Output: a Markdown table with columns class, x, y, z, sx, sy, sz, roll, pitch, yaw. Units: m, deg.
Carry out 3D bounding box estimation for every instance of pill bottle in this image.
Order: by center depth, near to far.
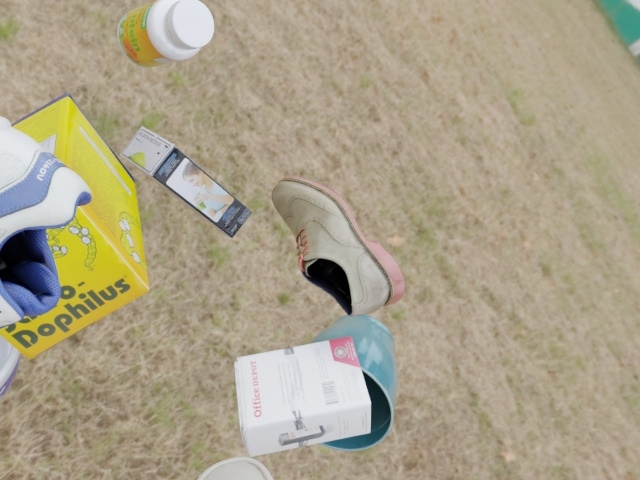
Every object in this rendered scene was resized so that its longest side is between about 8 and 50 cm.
| class | x | y | z | sx | sy | sz | roll | pitch | yaw |
| --- | --- | --- | --- | --- | --- | --- | --- | --- | --- |
| pill bottle | -0.350 | -0.475 | 1.387 | 0.136 | 0.245 | 0.136 | -7 | 101 | -41 |

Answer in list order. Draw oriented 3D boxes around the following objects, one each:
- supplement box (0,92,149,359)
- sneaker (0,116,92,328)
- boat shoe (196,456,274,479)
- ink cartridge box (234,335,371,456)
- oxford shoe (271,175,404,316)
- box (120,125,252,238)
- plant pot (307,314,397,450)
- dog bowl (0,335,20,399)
| class | x | y | z | sx | sy | sz | roll | pitch | yaw |
| --- | --- | --- | --- | --- | --- | --- | --- | --- | --- |
| supplement box | -0.399 | -0.040 | 0.903 | 0.195 | 0.194 | 0.356 | 60 | -1 | -36 |
| sneaker | -0.280 | 0.045 | 0.470 | 0.131 | 0.296 | 0.112 | 31 | 28 | -9 |
| boat shoe | -0.033 | 0.326 | 0.502 | 0.335 | 0.112 | 0.096 | -128 | -156 | -58 |
| ink cartridge box | -0.034 | 0.271 | 1.069 | 0.159 | 0.217 | 0.092 | -105 | -171 | -51 |
| oxford shoe | 0.000 | 0.000 | 1.133 | 0.130 | 0.123 | 0.348 | -22 | 51 | -35 |
| box | -0.314 | -0.134 | 1.447 | 0.169 | 0.087 | 0.290 | 31 | -9 | 42 |
| plant pot | 0.068 | 0.318 | 1.486 | 0.272 | 0.271 | 0.255 | 48 | 31 | -9 |
| dog bowl | -0.562 | 0.143 | 0.852 | 0.264 | 0.104 | 0.265 | 13 | 55 | -20 |
